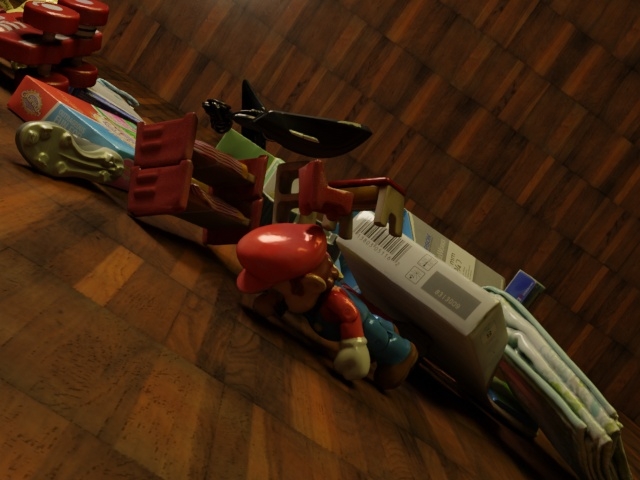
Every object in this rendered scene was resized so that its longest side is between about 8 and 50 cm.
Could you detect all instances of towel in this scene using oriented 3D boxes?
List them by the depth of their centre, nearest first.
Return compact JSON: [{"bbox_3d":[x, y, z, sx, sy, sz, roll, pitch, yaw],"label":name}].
[{"bbox_3d":[0.423,0.288,1.515,0.374,0.090,0.320,56,-3,44],"label":"towel"}]

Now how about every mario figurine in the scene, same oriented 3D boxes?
[{"bbox_3d":[-0.013,0.107,1.203,0.198,0.170,0.320,-12,-47,47],"label":"mario figurine"}]

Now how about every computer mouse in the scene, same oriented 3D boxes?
[{"bbox_3d":[-0.058,-0.165,1.291,0.262,0.060,0.184,9,2,-8],"label":"computer mouse"}]

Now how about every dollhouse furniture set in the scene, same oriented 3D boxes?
[{"bbox_3d":[-0.080,-0.094,1.232,0.374,0.152,0.201,-3,-16,29],"label":"dollhouse furniture set"}]

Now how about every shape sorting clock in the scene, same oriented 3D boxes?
[{"bbox_3d":[0.370,0.331,1.704,0.206,0.040,0.206,37,12,-9],"label":"shape sorting clock"}]

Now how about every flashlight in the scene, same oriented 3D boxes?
[{"bbox_3d":[0.059,0.113,1.455,0.304,0.103,0.103,37,32,12],"label":"flashlight"}]

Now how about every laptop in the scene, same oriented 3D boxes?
[{"bbox_3d":[-0.057,-0.147,1.945,0.236,0.407,0.382,-1,20,-12],"label":"laptop"}]

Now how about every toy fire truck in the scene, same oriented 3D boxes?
[{"bbox_3d":[-0.574,-0.405,1.612,0.254,0.169,0.302,19,23,4],"label":"toy fire truck"}]

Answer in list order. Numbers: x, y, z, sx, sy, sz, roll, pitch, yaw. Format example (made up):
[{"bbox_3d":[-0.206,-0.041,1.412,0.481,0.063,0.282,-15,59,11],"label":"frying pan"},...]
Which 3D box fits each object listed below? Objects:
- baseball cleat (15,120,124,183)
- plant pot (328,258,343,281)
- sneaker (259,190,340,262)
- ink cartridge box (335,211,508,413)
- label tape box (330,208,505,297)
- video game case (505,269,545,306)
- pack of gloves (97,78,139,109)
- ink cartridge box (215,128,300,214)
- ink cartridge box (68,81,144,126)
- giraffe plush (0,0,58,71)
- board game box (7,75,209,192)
[{"bbox_3d":[-0.377,-0.126,1.179,0.109,0.072,0.206,20,-3,28],"label":"baseball cleat"},{"bbox_3d":[-0.042,0.049,1.364,0.134,0.095,0.134,43,6,-5],"label":"plant pot"},{"bbox_3d":[-0.118,-0.031,1.638,0.331,0.122,0.146,34,-12,2],"label":"sneaker"},{"bbox_3d":[0.206,0.140,1.505,0.308,0.091,0.385,36,-13,33],"label":"ink cartridge box"},{"bbox_3d":[0.171,0.076,1.683,0.334,0.241,0.105,33,49,-17],"label":"label tape box"},{"bbox_3d":[0.492,0.211,2.210,0.061,0.269,0.244,38,7,19],"label":"video game case"},{"bbox_3d":[-0.568,-0.410,2.096,0.232,0.046,0.195,29,-9,-23],"label":"pack of gloves"},{"bbox_3d":[-0.133,-0.099,1.701,0.235,0.171,0.056,32,7,-25],"label":"ink cartridge box"},{"bbox_3d":[-0.505,-0.313,1.867,0.186,0.065,0.311,31,5,-38],"label":"ink cartridge box"},{"bbox_3d":[-0.619,-0.434,1.808,0.170,0.181,0.210,55,11,24],"label":"giraffe plush"},{"bbox_3d":[-0.361,-0.162,1.463,0.242,0.064,0.316,37,6,20],"label":"board game box"}]
